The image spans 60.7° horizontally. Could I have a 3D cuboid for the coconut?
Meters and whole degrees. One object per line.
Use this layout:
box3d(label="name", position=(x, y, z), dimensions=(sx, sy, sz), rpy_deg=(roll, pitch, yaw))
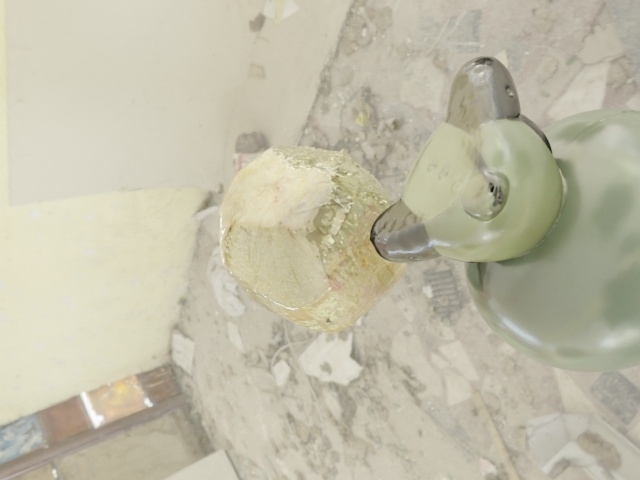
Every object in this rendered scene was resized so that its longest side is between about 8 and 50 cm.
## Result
box3d(label="coconut", position=(-0.003, 0.000, 0.556), dimensions=(0.194, 0.194, 0.194), rpy_deg=(22, 119, 47))

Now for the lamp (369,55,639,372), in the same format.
box3d(label="lamp", position=(0.173, -0.009, 0.396), dimensions=(0.197, 0.244, 0.197), rpy_deg=(-48, 30, 40))
